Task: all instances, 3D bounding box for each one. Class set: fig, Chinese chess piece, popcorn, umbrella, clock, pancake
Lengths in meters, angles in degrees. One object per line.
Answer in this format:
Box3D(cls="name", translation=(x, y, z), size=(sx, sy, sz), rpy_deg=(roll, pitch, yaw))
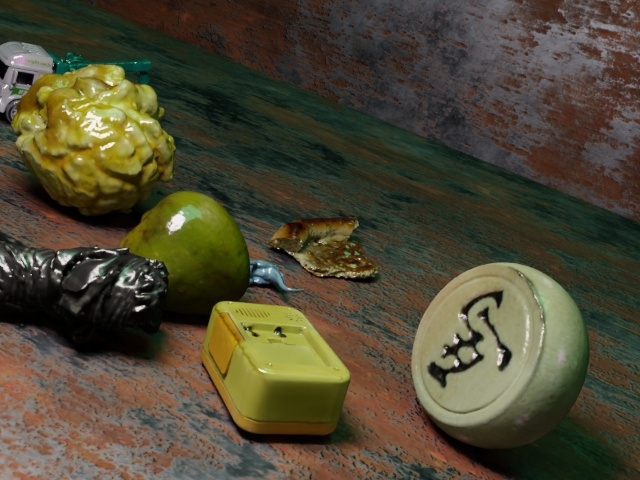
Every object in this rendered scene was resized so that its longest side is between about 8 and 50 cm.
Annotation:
Box3D(cls="fig", translation=(-0.193, 0.027, 1.278), size=(0.191, 0.181, 0.181), rpy_deg=(37, 16, -11))
Box3D(cls="Chinese chess piece", translation=(0.234, 0.151, 1.163), size=(0.101, 0.250, 0.250), rpy_deg=(26, 11, -33))
Box3D(cls="popcorn", translation=(-0.384, -0.171, 1.519), size=(0.282, 0.247, 0.282), rpy_deg=(-8, 41, 7))
Box3D(cls="umbrella", translation=(-0.366, 0.060, 1.117), size=(0.337, 0.128, 0.154), rpy_deg=(7, 5, -12))
Box3D(cls="clock", translation=(-0.062, 0.161, 1.116), size=(0.143, 0.096, 0.202), rpy_deg=(5, 21, -25))
Box3D(cls="pancake", translation=(0.000, 0.000, 1.686), size=(0.212, 0.056, 0.257), rpy_deg=(12, 19, -15))

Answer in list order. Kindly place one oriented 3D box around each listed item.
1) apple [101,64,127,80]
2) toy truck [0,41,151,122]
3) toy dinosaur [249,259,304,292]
Box3D(cls="apple", translation=(-0.472, -0.277, 1.864), size=(0.157, 0.196, 0.196), rpy_deg=(-22, 26, -4))
Box3D(cls="toy truck", translation=(-0.571, -0.348, 1.994), size=(0.363, 0.178, 0.176), rpy_deg=(0, 25, -34))
Box3D(cls="toy dinosaur", translation=(-0.106, 0.052, 1.465), size=(0.080, 0.045, 0.197), rpy_deg=(2, 14, -45))
